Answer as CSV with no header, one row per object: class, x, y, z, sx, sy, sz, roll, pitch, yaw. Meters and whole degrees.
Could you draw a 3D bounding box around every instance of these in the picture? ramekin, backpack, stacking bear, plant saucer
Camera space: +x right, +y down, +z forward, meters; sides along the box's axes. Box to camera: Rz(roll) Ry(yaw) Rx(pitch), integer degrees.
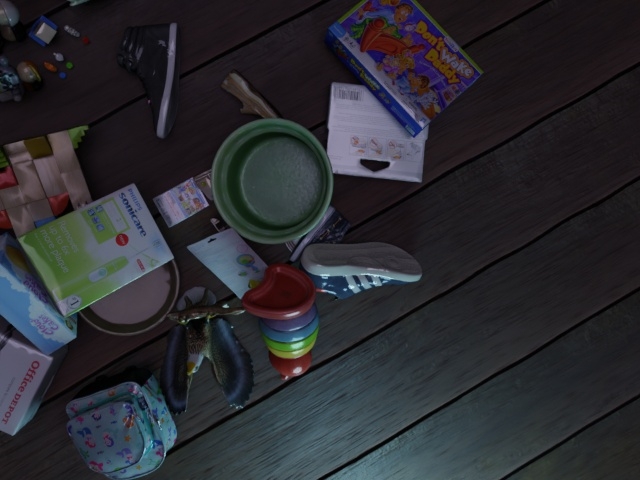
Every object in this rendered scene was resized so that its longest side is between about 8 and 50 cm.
ramekin,-0.109,-0.148,1.469,0.303,0.148,0.304,1,95,8
backpack,-0.496,0.478,1.478,0.225,0.191,0.254,-20,105,7
stacking bear,-0.083,0.231,1.491,0.164,0.175,0.289,17,132,23
plant saucer,-0.506,0.108,1.517,0.277,0.041,0.278,0,93,-9

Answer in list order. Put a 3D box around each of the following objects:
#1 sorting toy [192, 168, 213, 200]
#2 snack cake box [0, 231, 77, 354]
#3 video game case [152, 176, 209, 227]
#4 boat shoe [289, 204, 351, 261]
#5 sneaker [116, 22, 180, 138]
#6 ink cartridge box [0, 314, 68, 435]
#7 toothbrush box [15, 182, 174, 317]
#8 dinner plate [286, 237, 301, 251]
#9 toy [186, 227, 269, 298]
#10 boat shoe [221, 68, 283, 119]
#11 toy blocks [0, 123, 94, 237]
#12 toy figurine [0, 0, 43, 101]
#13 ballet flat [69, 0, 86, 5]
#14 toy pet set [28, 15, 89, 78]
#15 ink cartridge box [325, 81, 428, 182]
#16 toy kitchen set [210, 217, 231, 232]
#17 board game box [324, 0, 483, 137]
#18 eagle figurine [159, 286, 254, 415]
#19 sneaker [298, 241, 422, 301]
sorting toy,-0.282,-0.148,1.534,0.083,0.045,0.075,-26,103,-5
snack cake box,-0.700,0.128,1.393,0.089,0.152,0.264,-31,126,-3
video game case,-0.368,-0.101,1.540,0.122,0.011,0.087,-29,96,-4
boat shoe,0.000,0.000,1.544,0.083,0.065,0.183,39,90,-9
sneaker,-0.438,-0.406,1.473,0.146,0.104,0.296,3,87,-5
ink cartridge box,-0.833,0.307,1.453,0.307,0.129,0.223,28,90,-8
toothbrush box,-0.530,0.020,1.380,0.283,0.122,0.206,-31,102,-28
dinner plate,-0.031,-0.021,1.580,0.141,0.017,0.141,0,93,-7
toy,-0.214,0.050,1.496,0.136,0.056,0.237,-22,130,18
boat shoe,-0.180,-0.357,1.526,0.190,0.068,0.072,45,100,3
toy blocks,-0.720,-0.111,1.432,0.381,0.191,0.261,-18,108,-14
toy figurine,-0.752,-0.441,1.381,0.148,0.213,0.210,-25,99,-21
ballet flat,-0.659,-0.642,1.390,0.482,0.164,0.182,3,55,-5
toy pet set,-0.671,-0.496,1.471,0.114,0.065,0.122,34,92,-42
ink cartridge box,0.149,-0.287,1.564,0.275,0.060,0.239,5,94,-7
toy kitchen set,-0.237,-0.048,1.521,0.075,0.083,0.068,-36,97,-3
board game box,0.213,-0.475,1.510,0.233,0.078,0.347,-43,89,-12
eagle figurine,-0.308,0.290,1.507,0.226,0.225,0.298,20,129,31
sneaker,0.099,0.095,1.563,0.349,0.131,0.148,5,128,-20
